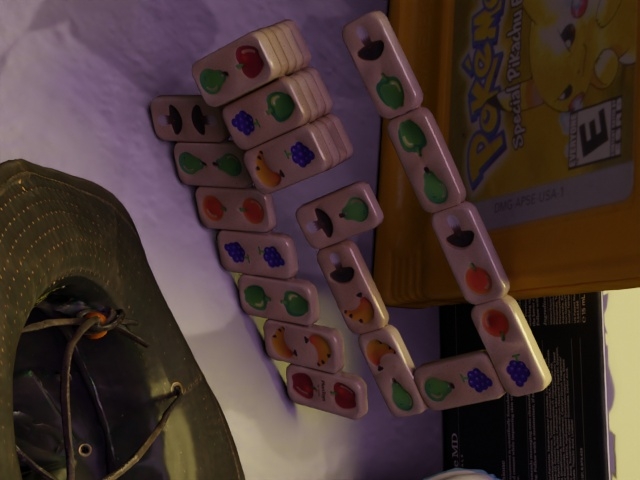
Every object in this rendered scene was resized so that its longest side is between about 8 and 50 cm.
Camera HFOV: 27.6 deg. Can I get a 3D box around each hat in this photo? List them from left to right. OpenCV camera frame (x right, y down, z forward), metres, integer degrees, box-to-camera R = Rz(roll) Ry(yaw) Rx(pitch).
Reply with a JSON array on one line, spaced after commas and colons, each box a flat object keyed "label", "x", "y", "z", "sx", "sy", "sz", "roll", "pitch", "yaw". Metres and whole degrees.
[{"label": "hat", "x": -0.157, "y": 0.128, "z": 0.698, "sx": 0.134, "sy": 0.331, "sz": 0.331, "roll": -17, "pitch": 92, "yaw": 13}]

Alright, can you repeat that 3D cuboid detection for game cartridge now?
[{"label": "game cartridge", "x": 0.126, "y": -0.108, "z": 0.768, "sx": 0.053, "sy": 0.324, "sz": 0.285, "roll": 8, "pitch": 81, "yaw": -26}]

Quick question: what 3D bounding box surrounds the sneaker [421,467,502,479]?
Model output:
[{"label": "sneaker", "x": 0.035, "y": 0.231, "z": 0.781, "sx": 0.229, "sy": 0.092, "sz": 0.087, "roll": -42, "pitch": 98, "yaw": -2}]

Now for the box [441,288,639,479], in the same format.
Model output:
[{"label": "box", "x": 0.164, "y": 0.060, "z": 0.844, "sx": 0.103, "sy": 0.184, "sz": 0.261, "roll": 2, "pitch": 84, "yaw": -27}]

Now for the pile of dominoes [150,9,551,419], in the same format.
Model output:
[{"label": "pile of dominoes", "x": 0.000, "y": 0.000, "z": 0.770, "sx": 0.040, "sy": 0.196, "sz": 0.251, "roll": -32, "pitch": 99, "yaw": -49}]
